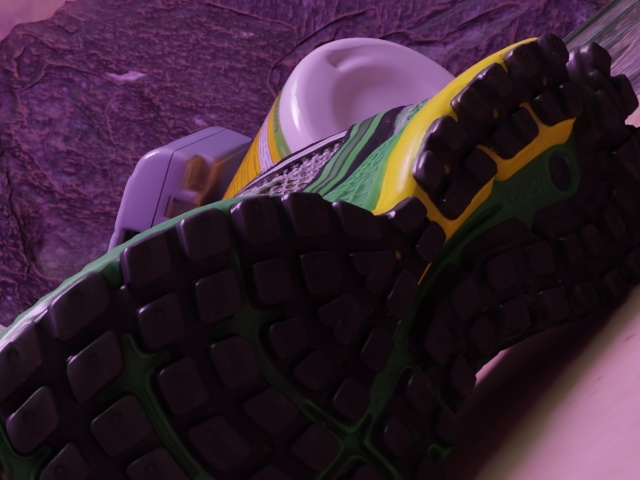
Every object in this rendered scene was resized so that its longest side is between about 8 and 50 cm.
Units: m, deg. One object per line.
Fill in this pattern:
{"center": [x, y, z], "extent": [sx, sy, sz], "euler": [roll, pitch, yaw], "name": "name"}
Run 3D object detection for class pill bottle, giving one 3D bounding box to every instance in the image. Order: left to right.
{"center": [0.000, 0.000, 0.881], "extent": [0.136, 0.136, 0.246], "euler": [-41, -10, -42], "name": "pill bottle"}

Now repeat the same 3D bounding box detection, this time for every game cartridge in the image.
{"center": [-0.122, 0.067, 0.989], "extent": [0.198, 0.062, 0.297], "euler": [-69, -4, -79], "name": "game cartridge"}

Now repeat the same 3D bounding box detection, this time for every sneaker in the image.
{"center": [-0.011, 0.041, 0.520], "extent": [0.343, 0.134, 0.146], "euler": [-31, 7, -39], "name": "sneaker"}

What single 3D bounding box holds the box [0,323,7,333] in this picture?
{"center": [-0.271, 0.196, 0.983], "extent": [0.214, 0.117, 0.243], "euler": [-63, -3, 11], "name": "box"}
